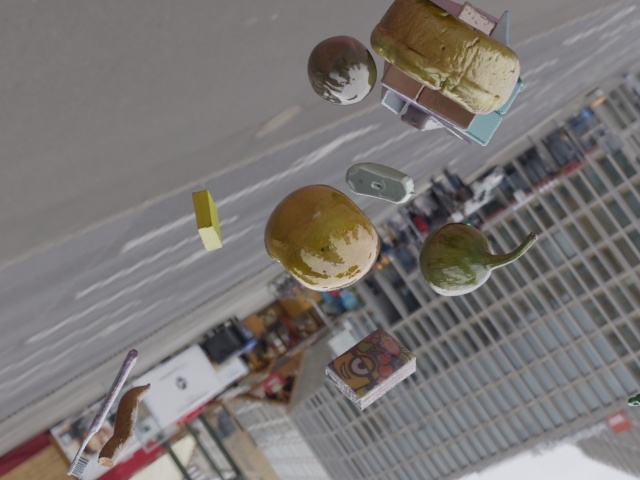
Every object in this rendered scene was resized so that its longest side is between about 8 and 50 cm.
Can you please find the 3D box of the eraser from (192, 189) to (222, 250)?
[{"bbox_3d":[-0.285,-0.051,2.278,0.045,0.122,0.097,-13,145,1],"label":"eraser"}]

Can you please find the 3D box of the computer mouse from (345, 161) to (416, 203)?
[{"bbox_3d":[0.154,-0.147,2.238,0.056,0.182,0.089,-64,166,-47],"label":"computer mouse"}]

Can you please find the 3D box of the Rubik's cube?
[{"bbox_3d":[0.353,-0.438,2.363,0.387,0.368,0.358,23,100,-48],"label":"Rubik's cube"}]

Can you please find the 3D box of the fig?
[{"bbox_3d":[0.304,0.029,1.708,0.245,0.149,0.149,-7,-163,43],"label":"fig"}]

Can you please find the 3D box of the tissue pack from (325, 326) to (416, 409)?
[{"bbox_3d":[0.098,0.247,1.756,0.148,0.108,0.060,-32,142,-26],"label":"tissue pack"}]

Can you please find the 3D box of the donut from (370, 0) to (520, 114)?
[{"bbox_3d":[0.217,-0.320,1.554,0.128,0.261,0.208,-59,-178,15],"label":"donut"}]

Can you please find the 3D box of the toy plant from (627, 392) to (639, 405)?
[{"bbox_3d":[0.674,0.280,1.709,0.200,0.105,0.143,-21,145,25],"label":"toy plant"}]

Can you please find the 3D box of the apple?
[{"bbox_3d":[0.000,0.000,1.453,0.155,0.182,0.182,-45,178,-12],"label":"apple"}]

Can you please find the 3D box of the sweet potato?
[{"bbox_3d":[-0.520,0.477,2.422,0.059,0.067,0.281,-52,-163,44],"label":"sweet potato"}]

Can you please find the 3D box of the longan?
[{"bbox_3d":[0.050,-0.399,2.125,0.167,0.167,0.187,-35,-179,12],"label":"longan"}]

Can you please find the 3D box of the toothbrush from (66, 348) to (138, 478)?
[{"bbox_3d":[-0.387,0.317,1.612,0.354,0.029,0.024,-58,-171,32],"label":"toothbrush"}]
